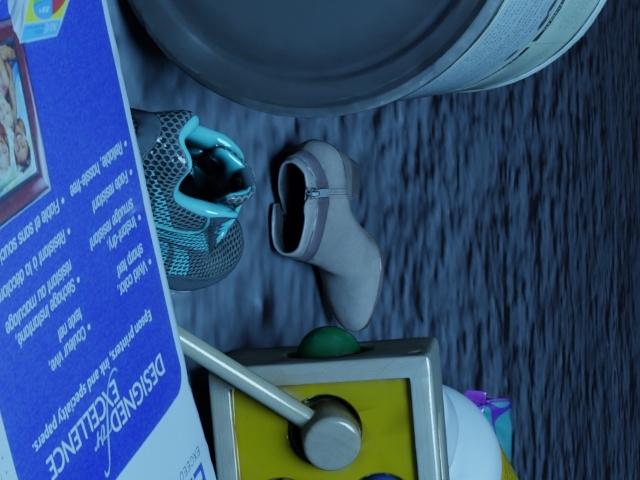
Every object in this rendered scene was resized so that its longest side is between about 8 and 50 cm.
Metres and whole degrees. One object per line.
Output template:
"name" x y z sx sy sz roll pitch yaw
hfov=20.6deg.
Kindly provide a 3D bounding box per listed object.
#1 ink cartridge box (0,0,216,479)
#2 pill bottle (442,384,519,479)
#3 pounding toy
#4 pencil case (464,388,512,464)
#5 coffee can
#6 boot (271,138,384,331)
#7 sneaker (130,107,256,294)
"ink cartridge box" -0.136 0.035 0.591 0.303 0.072 0.307 -55 140 -62
"pill bottle" 0.058 0.154 1.037 0.208 0.118 0.117 60 33 -51
"pounding toy" -0.005 0.098 0.878 0.100 0.130 0.141 -36 122 -81
"pencil case" 0.105 0.185 1.241 0.070 0.065 0.151 77 14 -75
"coffee can" 0.038 -0.170 0.909 0.275 0.202 0.201 -19 105 -70
"boot" 0.000 0.000 1.025 0.087 0.042 0.118 -14 99 -64
"sneaker" -0.060 -0.017 0.792 0.166 0.076 0.065 39 51 -64
